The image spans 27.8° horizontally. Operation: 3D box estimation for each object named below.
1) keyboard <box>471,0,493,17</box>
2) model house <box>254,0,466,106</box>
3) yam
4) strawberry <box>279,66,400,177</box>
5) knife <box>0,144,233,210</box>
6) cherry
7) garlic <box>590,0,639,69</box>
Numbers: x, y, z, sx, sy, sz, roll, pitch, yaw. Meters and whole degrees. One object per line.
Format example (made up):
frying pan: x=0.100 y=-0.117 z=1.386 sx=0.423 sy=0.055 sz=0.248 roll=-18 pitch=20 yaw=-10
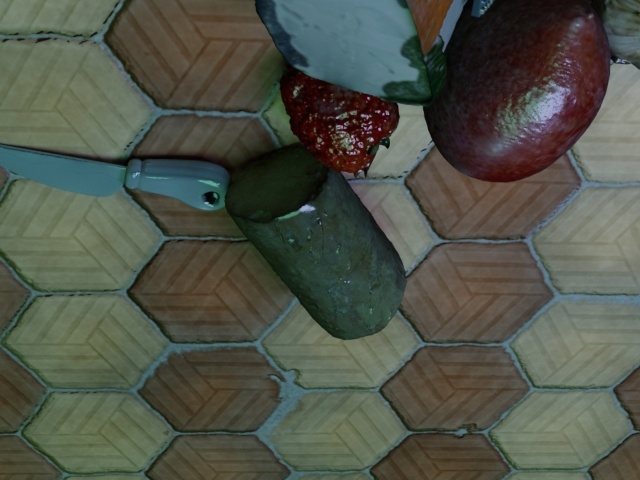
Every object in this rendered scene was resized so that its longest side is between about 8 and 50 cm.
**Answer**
keyboard: x=0.211 y=-0.311 z=1.437 sx=0.014 sy=0.176 sz=0.055 roll=22 pitch=136 yaw=19
model house: x=0.083 y=-0.333 z=1.374 sx=0.190 sy=0.300 sz=0.271 roll=22 pitch=160 yaw=24
yam: x=0.000 y=0.000 z=1.731 sx=0.161 sy=0.161 sz=0.268 roll=-24 pitch=133 yaw=18
strawberry: x=0.024 y=-0.157 z=1.601 sx=0.131 sy=0.131 sz=0.148 roll=-32 pitch=137 yaw=24
knife: x=-0.282 y=-0.084 z=1.712 sx=0.332 sy=0.044 sz=0.080 roll=7 pitch=142 yaw=-3
cherry: x=0.235 y=-0.188 z=1.497 sx=0.239 sy=0.239 sz=0.206 roll=-26 pitch=138 yaw=20
garlic: x=0.427 y=-0.293 z=1.482 sx=0.245 sy=0.160 sz=0.245 roll=12 pitch=148 yaw=7
